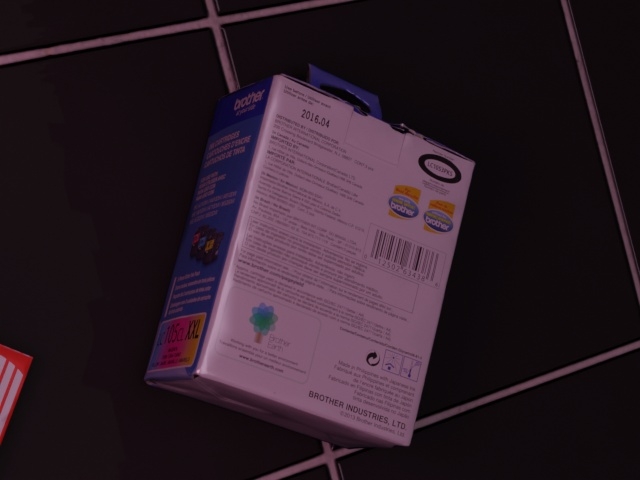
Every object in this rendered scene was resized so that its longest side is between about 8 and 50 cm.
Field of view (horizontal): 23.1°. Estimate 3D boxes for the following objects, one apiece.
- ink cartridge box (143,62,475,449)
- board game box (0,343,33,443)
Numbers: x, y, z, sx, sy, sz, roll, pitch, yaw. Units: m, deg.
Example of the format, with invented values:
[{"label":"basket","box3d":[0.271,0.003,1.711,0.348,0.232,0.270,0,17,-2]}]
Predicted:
[{"label":"ink cartridge box","box3d":[0.000,0.000,1.682,0.270,0.151,0.395,22,74,-27]},{"label":"board game box","box3d":[-0.379,0.175,1.497,0.147,0.045,0.193,25,71,-25]}]
